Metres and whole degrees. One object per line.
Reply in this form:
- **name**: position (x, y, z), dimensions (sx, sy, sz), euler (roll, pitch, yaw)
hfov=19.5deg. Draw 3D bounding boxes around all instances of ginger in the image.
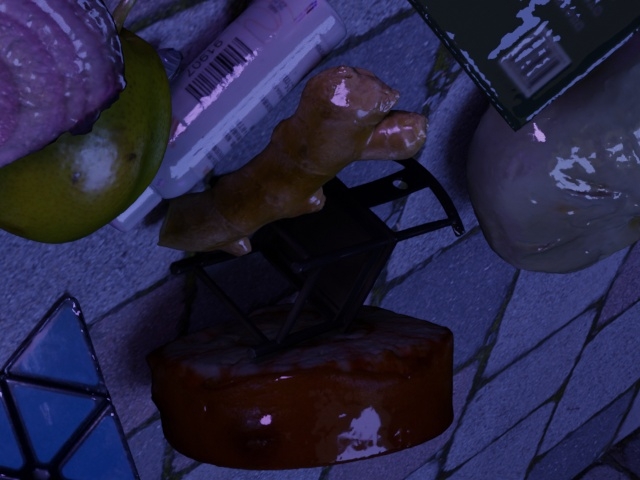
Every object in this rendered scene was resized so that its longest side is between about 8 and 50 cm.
- **ginger**: position (-0.039, -0.065, 1.689), dimensions (0.299, 0.118, 0.065), euler (-30, -152, 34)

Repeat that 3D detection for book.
- **book**: position (0.242, -0.280, 1.523), dimensions (0.371, 0.043, 0.260), euler (-40, 136, 6)

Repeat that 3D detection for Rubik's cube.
- **Rubik's cube**: position (-0.258, 0.227, 1.810), dimensions (0.228, 0.233, 0.229), euler (-19, 136, 42)

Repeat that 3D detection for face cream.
- **face cream**: position (-0.096, -0.116, 1.614), dimensions (0.269, 0.082, 0.082), euler (-45, 157, -6)

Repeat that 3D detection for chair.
- **chair**: position (0.000, 0.000, 1.890), dimensions (0.260, 0.154, 0.141), euler (-15, 143, -47)

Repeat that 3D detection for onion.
- **onion**: position (-0.273, -0.149, 1.219), dimensions (0.250, 0.111, 0.247), euler (-26, 132, 13)

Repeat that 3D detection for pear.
- **pear**: position (-0.182, -0.106, 1.369), dimensions (0.216, 0.166, 0.180), euler (-56, 159, 12)

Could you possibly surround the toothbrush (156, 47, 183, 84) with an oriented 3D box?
- **toothbrush**: position (-0.272, -0.046, 1.479), dimensions (0.413, 0.035, 0.042), euler (-35, 174, -25)

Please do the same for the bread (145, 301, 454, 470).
- **bread**: position (-0.011, 0.148, 1.951), dimensions (0.327, 0.295, 0.114), euler (-13, 105, -49)

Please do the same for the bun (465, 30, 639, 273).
- **bun**: position (0.326, -0.107, 2.196), dimensions (0.361, 0.213, 0.361), euler (-40, 157, -21)
